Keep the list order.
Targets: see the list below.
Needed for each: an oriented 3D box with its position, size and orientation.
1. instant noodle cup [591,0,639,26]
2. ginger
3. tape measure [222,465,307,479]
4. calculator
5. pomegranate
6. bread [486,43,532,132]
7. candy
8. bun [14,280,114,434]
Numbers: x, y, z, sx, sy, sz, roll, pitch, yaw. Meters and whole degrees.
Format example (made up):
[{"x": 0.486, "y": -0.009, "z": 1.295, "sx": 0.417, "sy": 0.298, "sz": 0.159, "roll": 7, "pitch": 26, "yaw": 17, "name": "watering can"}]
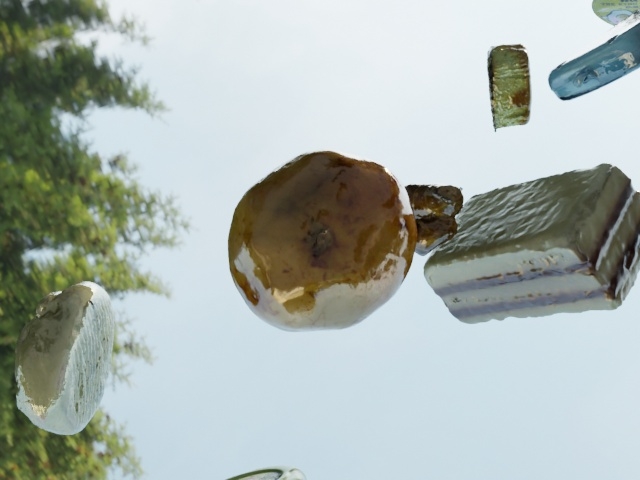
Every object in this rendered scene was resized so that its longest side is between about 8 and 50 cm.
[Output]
[{"x": 0.577, "y": -0.463, "z": 1.908, "sx": 0.182, "sy": 0.182, "sz": 0.144, "roll": 10, "pitch": -102, "yaw": 17, "name": "instant noodle cup"}, {"x": 0.139, "y": -0.032, "z": 1.541, "sx": 0.073, "sy": 0.103, "sz": 0.162, "roll": 0, "pitch": -175, "yaw": -38, "name": "ginger"}, {"x": -0.078, "y": 0.312, "z": 1.241, "sx": 0.177, "sy": 0.087, "sz": 0.154, "roll": -10, "pitch": -174, "yaw": 44, "name": "tape measure"}, {"x": 0.404, "y": -0.258, "z": 1.350, "sx": 0.293, "sy": 0.173, "sz": 0.051, "roll": -35, "pitch": -84, "yaw": -30, "name": "calculator"}, {"x": 0.000, "y": 0.000, "z": 1.369, "sx": 0.248, "sy": 0.248, "sz": 0.248, "roll": -4, "pitch": -129, "yaw": 5, "name": "pomegranate"}, {"x": 0.311, "y": -0.258, "z": 1.810, "sx": 0.069, "sy": 0.140, "sz": 0.128, "roll": -4, "pitch": -152, "yaw": 8, "name": "bread"}, {"x": 0.305, "y": 0.009, "z": 1.558, "sx": 0.320, "sy": 0.135, "sz": 0.179, "roll": -11, "pitch": -147, "yaw": 54, "name": "candy"}, {"x": -0.380, "y": 0.172, "z": 1.593, "sx": 0.116, "sy": 0.210, "sz": 0.237, "roll": 9, "pitch": -144, "yaw": 9, "name": "bun"}]
